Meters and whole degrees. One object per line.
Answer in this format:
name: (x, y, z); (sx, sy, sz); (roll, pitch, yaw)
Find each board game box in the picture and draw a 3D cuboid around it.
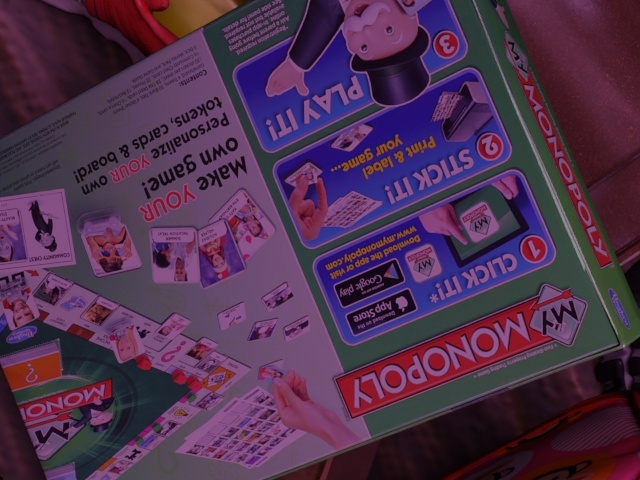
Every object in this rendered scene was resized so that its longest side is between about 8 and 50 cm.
board game box: (-0.030, 0.005, 0.774); (0.317, 0.046, 0.213); (-24, 87, 27)

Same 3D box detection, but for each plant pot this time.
plant pot: (0.144, -0.073, 0.883); (0.167, 0.167, 0.165); (-33, 84, -15)

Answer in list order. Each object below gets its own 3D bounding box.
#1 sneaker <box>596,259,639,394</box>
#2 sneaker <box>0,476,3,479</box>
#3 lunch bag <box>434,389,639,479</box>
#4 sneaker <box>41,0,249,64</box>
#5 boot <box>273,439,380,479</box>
sneaker: (0.229, 0.104, 0.928); (0.094, 0.081, 0.208); (-18, 96, -22)
sneaker: (-0.162, 0.208, 0.827); (0.077, 0.072, 0.178); (-30, 84, -3)
lunch bag: (0.064, 0.188, 0.780); (0.293, 0.258, 0.120); (-31, 91, 9)
sneaker: (-0.098, -0.161, 0.843); (0.279, 0.118, 0.107); (38, 76, -8)
boot: (0.000, 0.000, 0.822); (0.115, 0.112, 0.305); (16, 106, -3)
